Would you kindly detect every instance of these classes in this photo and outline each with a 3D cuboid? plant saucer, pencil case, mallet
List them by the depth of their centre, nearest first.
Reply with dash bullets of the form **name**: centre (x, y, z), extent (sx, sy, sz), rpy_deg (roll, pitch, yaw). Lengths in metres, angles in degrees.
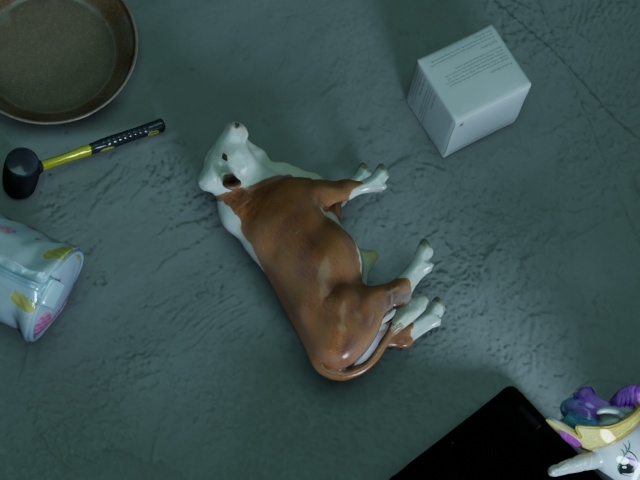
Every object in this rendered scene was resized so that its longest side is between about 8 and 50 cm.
- **pencil case**: centre (-0.383, -0.002, 1.923), extent (0.273, 0.124, 0.113), rpy_deg (29, 70, 4)
- **mallet**: centre (-0.256, -0.100, 2.003), extent (0.190, 0.062, 0.039), rpy_deg (-23, 72, -14)
- **plant saucer**: centre (-0.302, -0.214, 2.055), extent (0.199, 0.036, 0.198), rpy_deg (2, 69, -6)

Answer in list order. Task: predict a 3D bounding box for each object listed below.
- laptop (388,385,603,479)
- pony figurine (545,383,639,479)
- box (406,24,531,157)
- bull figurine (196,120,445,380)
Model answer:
- **laptop**: centre (0.161, 0.427, 1.874), extent (0.382, 0.236, 0.408), rpy_deg (47, 44, 11)
- **pony figurine**: centre (0.431, 0.212, 1.862), extent (0.363, 0.303, 0.351), rpy_deg (47, 70, -8)
- **box**: centre (0.163, -0.165, 2.046), extent (0.101, 0.102, 0.087), rpy_deg (-27, 73, -15)
- **bull figurine**: centre (0.000, 0.000, 1.970), extent (0.188, 0.101, 0.310), rpy_deg (-23, 73, -15)
